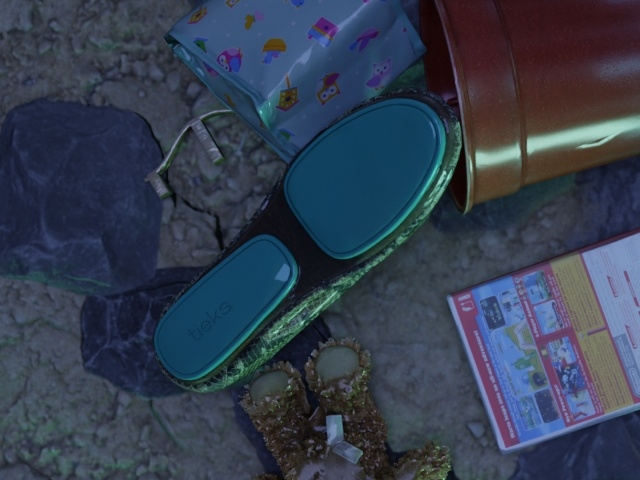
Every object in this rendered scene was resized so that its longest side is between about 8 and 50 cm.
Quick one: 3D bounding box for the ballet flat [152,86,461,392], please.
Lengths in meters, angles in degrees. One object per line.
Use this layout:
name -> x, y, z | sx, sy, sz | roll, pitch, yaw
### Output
ballet flat -> 0.000, 0.000, 1.728 | 0.483, 0.182, 0.164 | -44, 71, 22

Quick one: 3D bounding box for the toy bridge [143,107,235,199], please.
toy bridge -> -0.142, -0.124, 1.857 | 0.188, 0.026, 0.063 | -32, 81, 4

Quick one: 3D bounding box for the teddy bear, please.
teddy bear -> 0.027, 0.285, 1.782 | 0.245, 0.113, 0.338 | -37, 75, -4

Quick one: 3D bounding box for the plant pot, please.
plant pot -> 0.268, -0.186, 1.706 | 0.265, 0.272, 0.272 | -10, 85, -2

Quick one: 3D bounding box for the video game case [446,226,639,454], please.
video game case -> 0.317, 0.114, 1.771 | 0.285, 0.025, 0.204 | -20, 84, 6

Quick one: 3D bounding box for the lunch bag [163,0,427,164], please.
lunch bag -> -0.042, -0.247, 1.771 | 0.223, 0.160, 0.262 | -44, 48, -5
